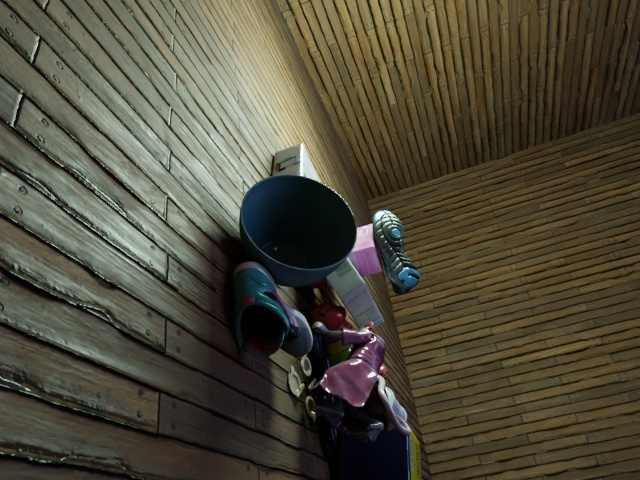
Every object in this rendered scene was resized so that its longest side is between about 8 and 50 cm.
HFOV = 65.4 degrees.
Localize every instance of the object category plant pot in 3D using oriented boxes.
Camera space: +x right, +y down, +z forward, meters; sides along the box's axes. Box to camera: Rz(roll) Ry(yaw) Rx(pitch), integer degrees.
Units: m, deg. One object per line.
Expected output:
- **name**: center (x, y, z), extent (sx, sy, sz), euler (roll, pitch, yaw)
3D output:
- **plant pot**: center (-0.075, 0.005, 1.267), extent (0.195, 0.290, 0.290), euler (115, -27, -49)

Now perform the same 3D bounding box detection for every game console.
- **game console**: center (0.022, 0.460, 1.512), extent (0.213, 0.043, 0.362), euler (41, 35, -68)

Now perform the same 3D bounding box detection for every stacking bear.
- **stacking bear**: center (0.072, 0.334, 1.646), extent (0.289, 0.164, 0.175), euler (60, -4, -6)

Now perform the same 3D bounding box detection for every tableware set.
- **tableware set**: center (-0.035, 0.394, 1.342), extent (0.169, 0.020, 0.141), euler (64, 21, -14)

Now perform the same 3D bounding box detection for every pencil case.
- **pencil case**: center (0.300, 0.740, 2.203), extent (0.273, 0.113, 0.124), euler (59, 10, -49)

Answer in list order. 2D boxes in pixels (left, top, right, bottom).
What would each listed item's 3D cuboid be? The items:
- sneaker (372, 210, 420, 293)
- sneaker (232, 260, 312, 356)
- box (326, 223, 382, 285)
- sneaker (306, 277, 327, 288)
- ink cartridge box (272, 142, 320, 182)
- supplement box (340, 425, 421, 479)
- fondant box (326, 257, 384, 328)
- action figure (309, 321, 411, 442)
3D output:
- **sneaker**: center (0.271, 0.047, 1.941), extent (0.140, 0.124, 0.341), euler (112, -33, -62)
- **sneaker**: center (-0.101, 0.202, 1.114), extent (0.296, 0.123, 0.178), euler (57, 14, -30)
- **box**: center (0.113, 0.056, 1.992), extent (0.214, 0.242, 0.117), euler (-79, 150, -64)
- **sneaker**: center (-0.021, 0.128, 1.720), extent (0.175, 0.067, 0.064), euler (28, 48, -71)
- **ink cartridge box**: center (-0.080, -0.180, 1.754), extent (0.278, 0.117, 0.201), euler (-91, 160, -51)
- **supplement box**: center (0.193, 0.682, 1.503), extent (0.357, 0.194, 0.195), euler (61, 28, -56)
- **fondant box**: center (0.091, 0.152, 1.707), extent (0.238, 0.096, 0.330), euler (56, -3, 34)
- **action figure**: center (0.116, 0.351, 1.406), extent (0.248, 0.275, 0.370), euler (58, 34, -21)
